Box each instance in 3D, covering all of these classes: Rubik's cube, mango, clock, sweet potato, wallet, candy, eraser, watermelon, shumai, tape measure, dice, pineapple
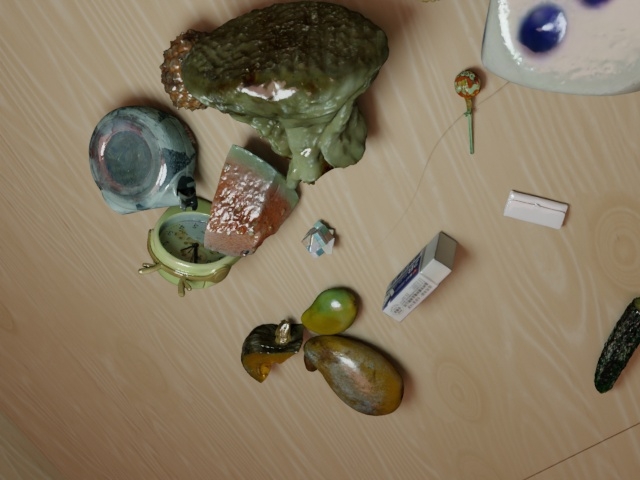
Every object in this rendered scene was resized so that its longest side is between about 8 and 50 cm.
[{"bbox_3d":[0.002,0.000,1.384,0.073,0.084,0.075,-25,125,37],"label":"Rubik's cube"},{"bbox_3d":[0.031,0.199,1.501,0.122,0.086,0.191,27,139,-11],"label":"mango"},{"bbox_3d":[-0.323,0.025,1.383,0.235,0.308,0.096,27,130,4],"label":"clock"},{"bbox_3d":[-0.029,0.340,1.631,0.049,0.049,0.117,7,119,18],"label":"sweet potato"},{"bbox_3d":[0.467,-0.066,1.191,0.122,0.025,0.061,16,119,12],"label":"wallet"},{"bbox_3d":[0.094,0.370,1.545,0.316,0.146,0.193,36,129,5],"label":"mango"},{"bbox_3d":[0.307,-0.260,1.128,0.055,0.049,0.185,25,140,43],"label":"candy"},{"bbox_3d":[0.238,0.089,1.316,0.068,0.124,0.210,34,127,-3],"label":"eraser"},{"bbox_3d":[-0.182,-0.072,1.307,0.192,0.140,0.257,32,89,-1],"label":"watermelon"},{"bbox_3d":[-0.052,-0.278,1.107,0.397,0.324,0.323,1,139,14],"label":"shumai"},{"bbox_3d":[-0.440,-0.195,1.367,0.256,0.147,0.275,-6,96,19],"label":"tape measure"},{"bbox_3d":[0.400,-0.408,0.825,0.276,0.304,0.304,10,123,16],"label":"dice"},{"bbox_3d":[-0.286,-0.366,1.221,0.166,0.166,0.193,41,126,-7],"label":"pineapple"}]

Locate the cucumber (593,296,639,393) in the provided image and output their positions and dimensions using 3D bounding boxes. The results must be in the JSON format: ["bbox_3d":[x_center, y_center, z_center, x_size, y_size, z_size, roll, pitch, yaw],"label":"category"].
[{"bbox_3d":[0.697,0.258,1.280,0.067,0.067,0.294,15,127,12],"label":"cucumber"}]

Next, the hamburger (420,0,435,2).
[{"bbox_3d":[0.189,-0.520,0.865,0.162,0.330,0.209,29,105,-11],"label":"hamburger"}]

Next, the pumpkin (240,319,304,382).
[{"bbox_3d":[-0.152,0.309,1.612,0.126,0.131,0.248,40,125,-6],"label":"pumpkin"}]
